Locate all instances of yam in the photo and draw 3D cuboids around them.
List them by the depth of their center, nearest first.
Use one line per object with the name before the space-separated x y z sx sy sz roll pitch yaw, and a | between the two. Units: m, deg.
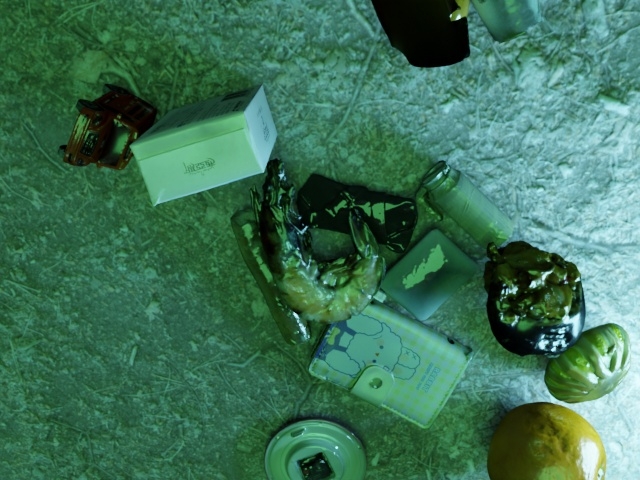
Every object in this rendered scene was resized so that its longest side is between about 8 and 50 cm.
yam | -0.103 0.080 1.434 0.071 0.067 0.317 -31 110 -25

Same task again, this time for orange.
orange | 0.485 0.480 1.462 0.261 0.261 0.261 1 110 2

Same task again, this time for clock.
clock | -0.012 0.521 1.597 0.244 0.056 0.244 0 111 1

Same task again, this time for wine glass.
wine glass | 0.312 -0.460 1.201 0.111 0.111 0.204 -26 106 11

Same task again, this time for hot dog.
hot dog | 0.180 -0.473 1.192 0.194 0.107 0.326 0 112 33

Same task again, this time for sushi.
sushi | 0.408 0.105 1.334 0.213 0.200 0.204 -11 136 -7

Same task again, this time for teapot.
teapot | 0.281 -0.063 1.369 0.200 0.077 0.107 42 125 -12

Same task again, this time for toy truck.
toy truck | -0.380 -0.203 1.243 0.114 0.253 0.107 25 109 -11

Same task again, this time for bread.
bread | 0.563 0.267 1.420 0.213 0.105 0.213 -18 143 -14

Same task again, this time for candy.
candy | 0.224 0.072 1.418 0.138 0.071 0.174 40 107 -14

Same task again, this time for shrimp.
shrimp | 0.000 0.000 1.354 0.233 0.071 0.365 -13 107 7

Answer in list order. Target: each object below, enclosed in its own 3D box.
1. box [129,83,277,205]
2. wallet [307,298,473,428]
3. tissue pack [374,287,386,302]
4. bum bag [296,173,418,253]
box | -0.197 -0.181 1.231 0.203 0.274 0.116 -15 111 7
wallet | 0.148 0.255 1.485 0.309 0.077 0.223 27 107 -6
tissue pack | 0.088 0.089 1.437 0.108 0.056 0.023 29 103 -9
bum bag | 0.072 -0.053 1.383 0.248 0.060 0.123 11 114 0
